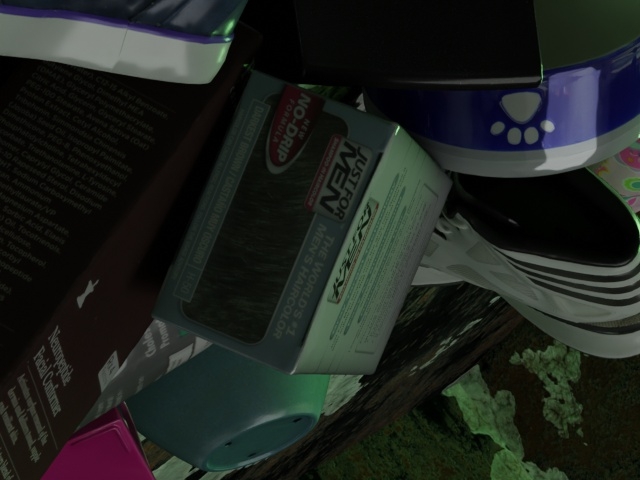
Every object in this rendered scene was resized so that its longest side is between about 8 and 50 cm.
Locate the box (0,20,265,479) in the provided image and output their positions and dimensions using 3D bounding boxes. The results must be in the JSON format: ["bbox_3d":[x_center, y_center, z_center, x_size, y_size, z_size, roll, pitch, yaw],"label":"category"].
[{"bbox_3d":[-0.191,0.013,1.260,0.381,0.143,0.191,-57,166,-22],"label":"box"}]

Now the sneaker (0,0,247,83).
[{"bbox_3d":[-0.149,-0.223,0.986,0.322,0.130,0.236,8,108,-39],"label":"sneaker"}]

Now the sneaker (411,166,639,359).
[{"bbox_3d":[0.122,-0.056,1.713,0.169,0.447,0.257,-61,153,-16],"label":"sneaker"}]

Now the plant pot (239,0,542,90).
[{"bbox_3d":[0.032,-0.191,1.293,0.167,0.188,0.187,-11,-170,-21],"label":"plant pot"}]

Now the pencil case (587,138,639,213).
[{"bbox_3d":[0.320,-0.119,1.722,0.124,0.124,0.284,-30,171,-29],"label":"pencil case"}]

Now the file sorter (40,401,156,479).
[{"bbox_3d":[-0.305,0.210,1.634,0.290,0.182,0.202,-23,137,-3],"label":"file sorter"}]

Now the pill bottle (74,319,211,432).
[{"bbox_3d":[-0.265,0.078,1.447,0.361,0.204,0.204,-33,166,-23],"label":"pill bottle"}]

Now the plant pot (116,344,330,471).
[{"bbox_3d":[-0.102,0.129,1.928,0.290,0.195,0.290,-21,159,-8],"label":"plant pot"}]

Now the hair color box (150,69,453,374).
[{"bbox_3d":[0.000,0.000,1.396,0.374,0.113,0.185,23,89,-80],"label":"hair color box"}]

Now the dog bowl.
[{"bbox_3d":[0.165,-0.171,1.573,0.265,0.265,0.104,-30,134,-29],"label":"dog bowl"}]
